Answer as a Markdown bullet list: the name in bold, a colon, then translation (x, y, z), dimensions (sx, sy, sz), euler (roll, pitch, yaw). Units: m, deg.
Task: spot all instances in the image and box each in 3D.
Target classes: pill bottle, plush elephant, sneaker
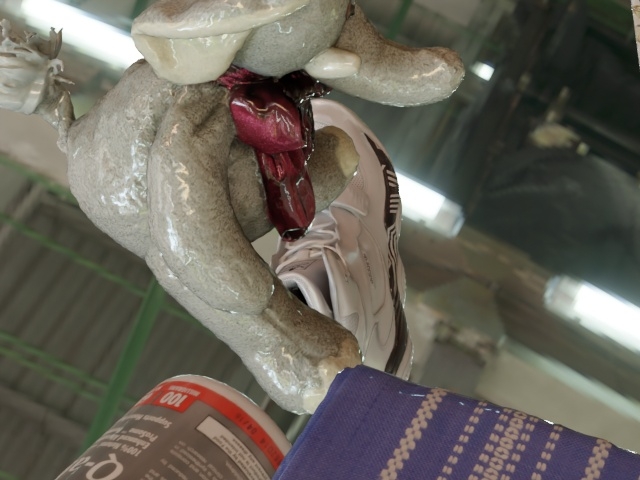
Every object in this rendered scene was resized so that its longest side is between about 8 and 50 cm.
- **pill bottle**: translation (-0.194, 0.313, 1.426), dimensions (0.210, 0.210, 0.363), euler (35, -131, 15)
- **plush elephant**: translation (-0.036, -0.106, 0.957), dimensions (0.330, 0.255, 0.271), euler (35, -145, -20)
- **sneaker**: translation (0.000, 0.000, 1.593), dimensions (0.210, 0.137, 0.365), euler (23, -124, -64)

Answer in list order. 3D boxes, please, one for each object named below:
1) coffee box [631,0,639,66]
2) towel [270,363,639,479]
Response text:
- **coffee box**: translation (0.477, -0.188, 1.761), dimensions (0.119, 0.168, 0.297), euler (28, -125, -68)
- **towel**: translation (0.112, 0.170, 0.516), dimensions (0.336, 0.040, 0.243), euler (18, -141, 16)
